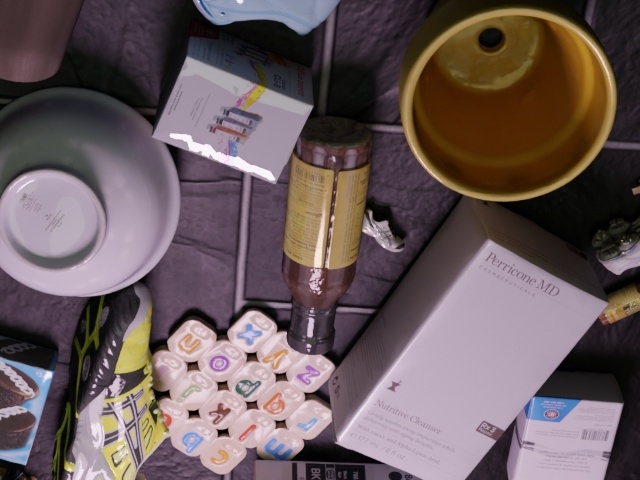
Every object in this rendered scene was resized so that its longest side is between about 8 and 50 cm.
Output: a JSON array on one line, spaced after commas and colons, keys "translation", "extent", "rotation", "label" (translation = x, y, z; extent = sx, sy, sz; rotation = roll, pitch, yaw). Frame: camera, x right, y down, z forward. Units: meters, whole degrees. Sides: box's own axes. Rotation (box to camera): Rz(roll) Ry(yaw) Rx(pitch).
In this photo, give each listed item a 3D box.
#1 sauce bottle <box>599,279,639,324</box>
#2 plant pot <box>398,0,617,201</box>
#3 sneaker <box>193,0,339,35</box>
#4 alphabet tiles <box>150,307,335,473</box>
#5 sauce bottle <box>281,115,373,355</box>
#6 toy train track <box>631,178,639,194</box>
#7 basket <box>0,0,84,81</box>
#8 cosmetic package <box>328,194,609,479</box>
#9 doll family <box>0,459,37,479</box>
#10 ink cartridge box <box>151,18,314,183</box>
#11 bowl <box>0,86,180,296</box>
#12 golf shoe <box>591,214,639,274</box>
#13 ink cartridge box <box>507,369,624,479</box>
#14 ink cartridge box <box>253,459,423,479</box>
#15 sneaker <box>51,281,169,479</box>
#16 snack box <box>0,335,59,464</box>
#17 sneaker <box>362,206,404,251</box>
[{"translation": [0.460, 0.080, 1.962], "extent": [0.128, 0.042, 0.042], "rotation": [-28, 117, 16], "label": "sauce bottle"}, {"translation": [0.219, -0.212, 1.674], "extent": [0.254, 0.239, 0.254], "rotation": [0, 121, 0], "label": "plant pot"}, {"translation": [-0.129, -0.328, 1.621], "extent": [0.366, 0.135, 0.150], "rotation": [15, 122, -30], "label": "sneaker"}, {"translation": [-0.126, 0.230, 2.050], "extent": [0.284, 0.021, 0.278], "rotation": [36, 113, -20], "label": "alphabet tiles"}, {"translation": [0.000, 0.000, 1.868], "extent": [0.111, 0.111, 0.344], "rotation": [6, 120, -5], "label": "sauce bottle"}, {"translation": [0.473, -0.083, 1.885], "extent": [0.083, 0.014, 0.048], "rotation": [-19, 112, 3], "label": "toy train track"}, {"translation": [-0.355, -0.321, 1.647], "extent": [0.154, 0.204, 0.227], "rotation": [1, 133, -28], "label": "basket"}, {"translation": [0.201, 0.147, 1.924], "extent": [0.217, 0.156, 0.385], "rotation": [25, 116, -18], "label": "cosmetic package"}, {"translation": [-0.512, 0.363, 2.067], "extent": [0.193, 0.111, 0.076], "rotation": [21, 118, -12], "label": "doll family"}, {"translation": [-0.111, -0.179, 1.751], "extent": [0.176, 0.128, 0.127], "rotation": [21, 117, -14], "label": "ink cartridge box"}, {"translation": [-0.339, -0.045, 1.789], "extent": [0.298, 0.134, 0.298], "rotation": [1, 108, 3], "label": "bowl"}, {"translation": [0.475, -0.008, 1.910], "extent": [0.176, 0.069, 0.086], "rotation": [-23, 138, 15], "label": "golf shoe"}, {"translation": [0.369, 0.297, 2.062], "extent": [0.139, 0.082, 0.191], "rotation": [5, 121, -3], "label": "ink cartridge box"}, {"translation": [0.056, 0.426, 2.130], "extent": [0.332, 0.065, 0.165], "rotation": [1, 126, -4], "label": "ink cartridge box"}, {"translation": [-0.293, 0.228, 1.985], "extent": [0.147, 0.145, 0.385], "rotation": [8, 117, -21], "label": "sneaker"}, {"translation": [-0.568, 0.209, 2.006], "extent": [0.322, 0.060, 0.187], "rotation": [16, 118, -10], "label": "snack box"}, {"translation": [0.090, -0.016, 1.905], "extent": [0.083, 0.032, 0.037], "rotation": [33, 115, -19], "label": "sneaker"}]
